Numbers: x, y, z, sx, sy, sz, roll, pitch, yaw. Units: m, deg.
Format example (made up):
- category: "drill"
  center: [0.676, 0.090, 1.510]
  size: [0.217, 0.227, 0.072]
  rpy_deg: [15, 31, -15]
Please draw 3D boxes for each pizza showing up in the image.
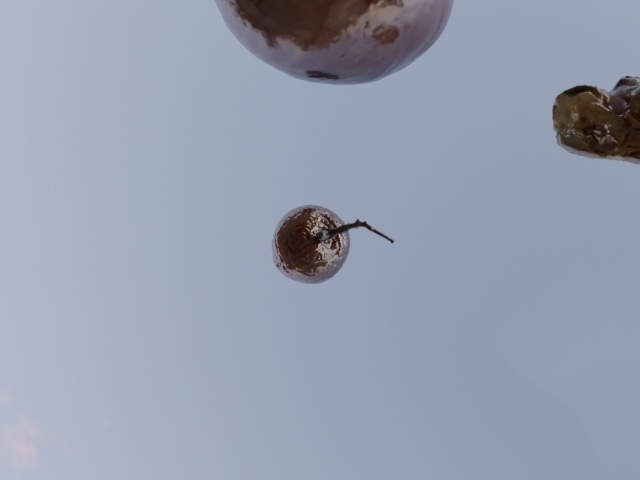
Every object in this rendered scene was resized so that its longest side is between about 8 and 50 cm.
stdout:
- category: "pizza"
  center: [0.239, -0.071, 0.355]
  size: [0.194, 0.154, 0.069]
  rpy_deg: [15, -80, 58]

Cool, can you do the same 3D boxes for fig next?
- category: "fig"
  center: [0.014, -0.254, 0.563]
  size: [0.235, 0.235, 0.214]
  rpy_deg: [35, -66, 21]

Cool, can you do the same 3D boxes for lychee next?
- category: "lychee"
  center: [-0.004, -0.001, 0.815]
  size: [0.140, 0.114, 0.101]
  rpy_deg: [-50, -139, 30]
